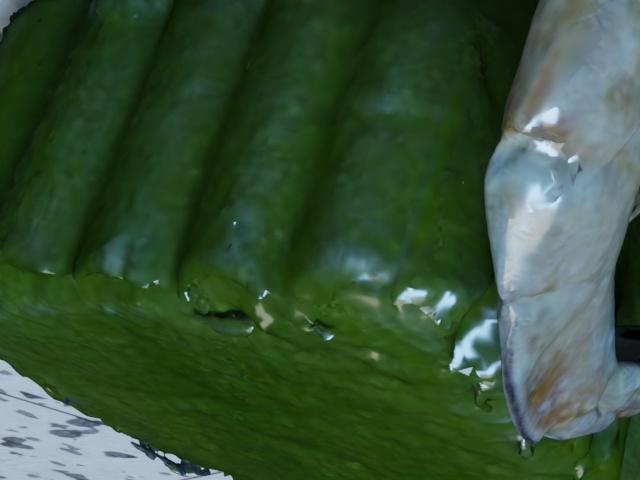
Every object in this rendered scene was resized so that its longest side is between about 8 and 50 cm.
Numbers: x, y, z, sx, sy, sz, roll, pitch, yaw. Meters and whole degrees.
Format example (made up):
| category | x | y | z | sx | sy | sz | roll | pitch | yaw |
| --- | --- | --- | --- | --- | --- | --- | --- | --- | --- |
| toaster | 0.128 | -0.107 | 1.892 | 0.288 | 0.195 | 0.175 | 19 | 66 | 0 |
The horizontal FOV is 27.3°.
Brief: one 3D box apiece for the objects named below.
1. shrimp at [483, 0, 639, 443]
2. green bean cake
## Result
| category | x | y | z | sx | sy | sz | roll | pitch | yaw |
| --- | --- | --- | --- | --- | --- | --- | --- | --- | --- |
| shrimp | 0.154 | -0.026 | 0.534 | 0.085 | 0.247 | 0.360 | 25 | -178 | 31 |
| green bean cake | 0.000 | 0.000 | 0.678 | 0.319 | 0.218 | 0.335 | 3 | 151 | 30 |
